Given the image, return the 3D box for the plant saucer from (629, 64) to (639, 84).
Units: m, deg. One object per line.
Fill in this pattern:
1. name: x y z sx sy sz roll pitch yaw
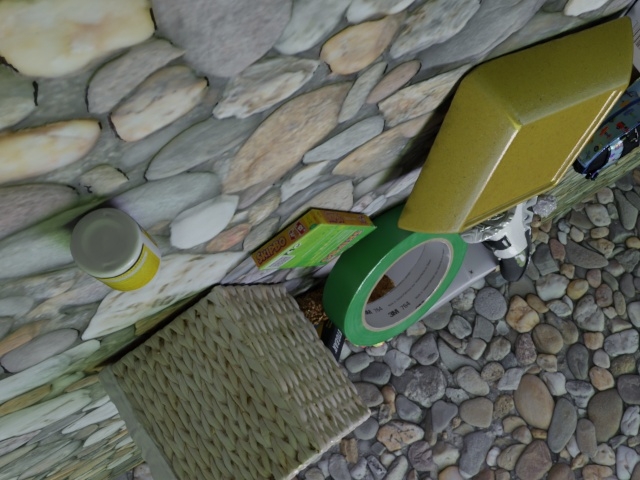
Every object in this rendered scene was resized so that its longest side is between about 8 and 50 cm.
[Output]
1. plant saucer: 0.500 -0.290 1.216 0.278 0.041 0.278 -30 167 -8

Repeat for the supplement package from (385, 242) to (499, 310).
1. supplement package: 0.257 0.078 1.702 0.175 0.177 0.293 -18 162 -49

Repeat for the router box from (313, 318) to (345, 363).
1. router box: -0.019 0.229 1.430 0.133 0.046 0.179 -29 -169 17

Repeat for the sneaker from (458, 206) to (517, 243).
1. sneaker: 0.339 -0.090 1.357 0.232 0.090 0.115 -55 179 -7

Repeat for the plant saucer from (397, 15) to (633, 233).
1. plant saucer: 0.303 -0.145 1.040 0.333 0.081 0.333 -23 152 -27

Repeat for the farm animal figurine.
1. farm animal figurine: 0.557 0.009 2.158 0.327 0.172 0.330 -26 166 -24

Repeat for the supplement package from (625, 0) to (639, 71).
1. supplement package: 0.550 -0.332 1.029 0.179 0.105 0.105 -30 167 -10

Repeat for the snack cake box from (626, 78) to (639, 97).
1. snack cake box: 0.602 -0.241 1.364 0.264 0.089 0.152 -39 170 18

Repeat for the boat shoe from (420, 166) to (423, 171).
1. boat shoe: 0.229 -0.140 1.113 0.152 0.049 0.056 -39 163 18

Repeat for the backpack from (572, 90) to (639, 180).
1. backpack: 0.503 -0.197 1.215 0.158 0.117 0.173 -35 168 10

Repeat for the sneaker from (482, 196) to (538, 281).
1. sneaker: 0.387 -0.037 1.536 0.146 0.122 0.330 -9 129 1

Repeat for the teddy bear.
1. teddy bear: 0.008 0.147 1.595 0.338 0.113 0.245 -27 161 12

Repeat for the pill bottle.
1. pill bottle: -0.191 0.015 0.673 0.065 0.065 0.116 -31 166 -6

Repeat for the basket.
1. basket: -0.129 0.275 1.201 0.266 0.331 0.328 -37 167 13

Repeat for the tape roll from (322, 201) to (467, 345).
1. tape roll: 0.153 0.069 1.396 0.321 0.077 0.321 -29 144 -24

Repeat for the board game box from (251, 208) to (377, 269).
1. board game box: 0.000 0.000 1.135 0.124 0.039 0.259 -36 164 19

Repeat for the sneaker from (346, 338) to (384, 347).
1. sneaker: 0.078 0.222 1.710 0.081 0.094 0.208 -36 -160 -29
